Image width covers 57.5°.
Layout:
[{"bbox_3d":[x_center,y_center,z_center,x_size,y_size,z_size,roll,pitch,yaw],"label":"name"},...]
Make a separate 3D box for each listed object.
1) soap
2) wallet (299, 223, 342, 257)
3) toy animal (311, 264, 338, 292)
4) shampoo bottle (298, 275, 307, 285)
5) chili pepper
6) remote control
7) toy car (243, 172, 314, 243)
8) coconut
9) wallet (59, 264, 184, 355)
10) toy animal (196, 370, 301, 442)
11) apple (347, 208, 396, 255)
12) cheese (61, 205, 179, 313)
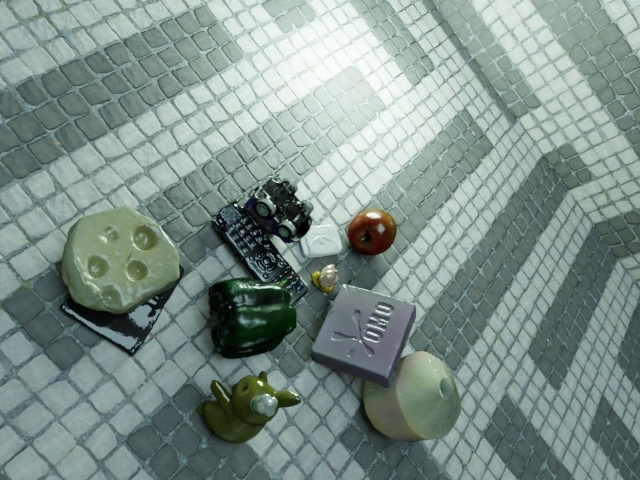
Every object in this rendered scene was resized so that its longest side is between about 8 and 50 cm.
[{"bbox_3d":[0.150,0.320,2.000,0.107,0.286,0.296,75,34,-51],"label":"soap"},{"bbox_3d":[0.000,0.000,2.171,0.183,0.032,0.124,-6,73,-35],"label":"wallet"},{"bbox_3d":[0.035,0.137,2.108,0.114,0.082,0.091,-26,89,-40],"label":"toy animal"},{"bbox_3d":[-0.098,0.188,2.025,0.049,0.034,0.141,48,52,-19],"label":"shampoo bottle"},{"bbox_3d":[-0.215,0.232,1.795,0.257,0.233,0.248,-5,85,-28],"label":"chili pepper"},{"bbox_3d":[-0.211,0.056,1.965,0.145,0.062,0.398,-38,91,-31],"label":"remote control"},{"bbox_3d":[-0.148,-0.096,2.022,0.235,0.158,0.172,50,48,-11],"label":"toy car"},{"bbox_3d":[0.330,0.540,2.009,0.298,0.310,0.297,14,65,-31],"label":"coconut"},{"bbox_3d":[-0.563,0.141,1.716,0.247,0.041,0.322,38,57,-15],"label":"wallet"},{"bbox_3d":[-0.199,0.452,1.660,0.181,0.363,0.180,-9,63,-41],"label":"toy animal"},{"bbox_3d":[0.198,-0.034,2.238,0.181,0.181,0.168,52,27,-7],"label":"apple"},{"bbox_3d":[-0.560,0.061,1.652,0.327,0.115,0.317,26,54,-24],"label":"cheese"}]
